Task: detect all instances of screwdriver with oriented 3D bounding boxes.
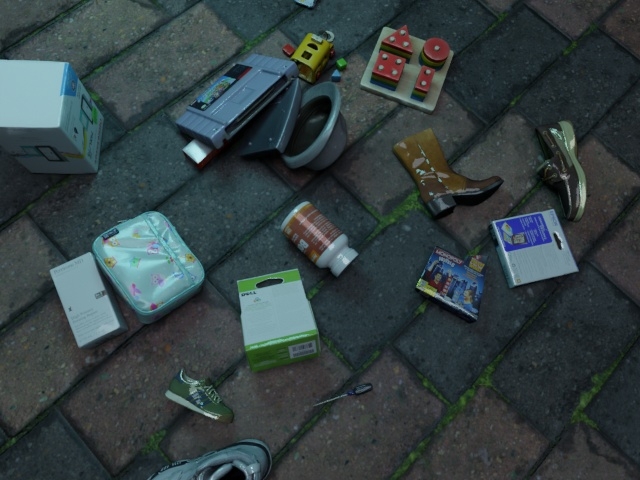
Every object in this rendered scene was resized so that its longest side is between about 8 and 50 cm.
[{"bbox_3d":[0.059,0.417,1.265,0.170,0.024,0.025,-14,45,-1],"label":"screwdriver"}]

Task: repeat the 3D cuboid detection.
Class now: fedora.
[{"bbox_3d":[-0.001,-0.320,1.401,0.124,0.243,0.275,30,68,-37],"label":"fedora"}]

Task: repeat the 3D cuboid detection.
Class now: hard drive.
[{"bbox_3d":[-0.146,-0.365,1.425,0.172,0.054,0.255,-3,63,35],"label":"hard drive"}]

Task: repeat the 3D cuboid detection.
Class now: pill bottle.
[{"bbox_3d":[0.000,0.000,1.331,0.216,0.121,0.121,43,75,9],"label":"pill bottle"}]

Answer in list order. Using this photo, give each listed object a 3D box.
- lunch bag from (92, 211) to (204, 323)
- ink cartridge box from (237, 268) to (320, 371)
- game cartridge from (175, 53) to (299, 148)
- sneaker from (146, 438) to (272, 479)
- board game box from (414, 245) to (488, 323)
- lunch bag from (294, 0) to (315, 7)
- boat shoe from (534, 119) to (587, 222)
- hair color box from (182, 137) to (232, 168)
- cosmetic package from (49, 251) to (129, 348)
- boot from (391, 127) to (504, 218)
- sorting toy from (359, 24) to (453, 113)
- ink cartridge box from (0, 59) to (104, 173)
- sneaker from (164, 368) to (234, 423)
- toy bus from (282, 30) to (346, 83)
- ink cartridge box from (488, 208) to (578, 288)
[{"bbox_3d":[-0.461,0.060,1.271,0.224,0.108,0.279,-34,79,-28],"label":"lunch bag"},{"bbox_3d":[-0.119,0.209,1.283,0.188,0.097,0.255,-12,40,-7],"label":"ink cartridge box"},{"bbox_3d":[-0.259,-0.437,1.425,0.230,0.068,0.355,31,71,36],"label":"game cartridge"},{"bbox_3d":[-0.292,0.578,1.088,0.366,0.210,0.137,-20,75,-10],"label":"sneaker"},{"bbox_3d":[0.396,0.107,1.359,0.194,0.060,0.194,29,72,5],"label":"board game box"},{"bbox_3d":[-0.045,-0.856,1.626,0.071,0.053,0.083,24,82,5],"label":"lunch bag"},{"bbox_3d":[0.735,-0.216,1.460,0.123,0.123,0.342,-3,73,10],"label":"boat shoe"},{"bbox_3d":[-0.346,-0.294,1.438,0.072,0.043,0.141,42,76,9],"label":"hair color box"},{"bbox_3d":[-0.620,0.162,1.259,0.117,0.085,0.231,-27,78,-12],"label":"cosmetic package"},{"bbox_3d":[0.398,-0.229,1.466,0.264,0.096,0.280,-23,69,-3],"label":"boot"},{"bbox_3d":[0.295,-0.586,1.547,0.257,0.089,0.255,21,73,3],"label":"sorting toy"},{"bbox_3d":[-0.756,-0.331,1.302,0.197,0.270,0.198,0,73,-6],"label":"ink cartridge box"},{"bbox_3d":[-0.303,0.399,1.217,0.192,0.064,0.086,21,78,6],"label":"sneaker"},{"bbox_3d":[-0.017,-0.621,1.528,0.191,0.104,0.202,-16,75,-9],"label":"toy bus"},{"bbox_3d":[0.637,0.023,1.408,0.208,0.045,0.206,-11,74,-6],"label":"ink cartridge box"}]
